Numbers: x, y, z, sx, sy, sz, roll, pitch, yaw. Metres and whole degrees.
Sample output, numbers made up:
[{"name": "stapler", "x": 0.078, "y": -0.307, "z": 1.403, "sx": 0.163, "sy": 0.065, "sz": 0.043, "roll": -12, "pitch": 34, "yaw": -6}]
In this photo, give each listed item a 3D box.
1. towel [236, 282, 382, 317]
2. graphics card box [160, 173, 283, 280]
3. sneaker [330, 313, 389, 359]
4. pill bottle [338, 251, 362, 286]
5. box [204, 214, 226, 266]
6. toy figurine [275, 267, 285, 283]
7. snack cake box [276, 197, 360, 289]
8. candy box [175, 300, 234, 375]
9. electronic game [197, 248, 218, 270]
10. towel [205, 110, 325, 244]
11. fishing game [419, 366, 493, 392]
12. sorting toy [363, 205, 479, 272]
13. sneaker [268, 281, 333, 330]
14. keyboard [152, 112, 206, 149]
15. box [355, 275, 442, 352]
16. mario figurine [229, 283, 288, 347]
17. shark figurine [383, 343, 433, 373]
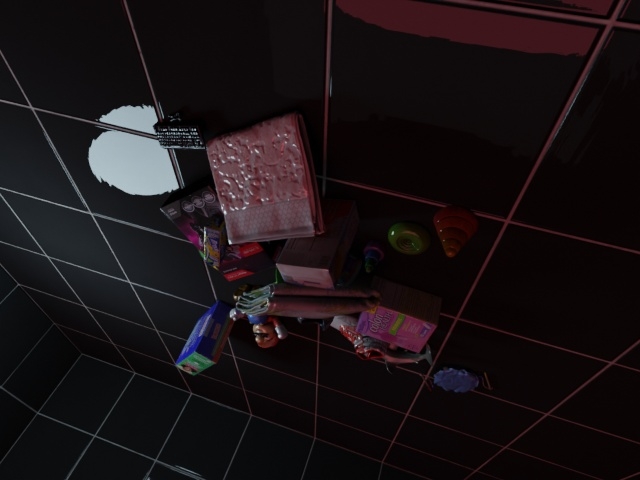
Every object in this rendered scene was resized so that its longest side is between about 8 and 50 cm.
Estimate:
[{"name": "towel", "x": -0.045, "y": 0.198, "z": 1.360, "sx": 0.375, "sy": 0.090, "sz": 0.321, "roll": 5, "pitch": 167, "yaw": -26}, {"name": "graphics card box", "x": -0.320, "y": -0.034, "z": 1.442, "sx": 0.233, "sy": 0.094, "sz": 0.370, "roll": -17, "pitch": 124, "yaw": 29}, {"name": "sneaker", "x": 0.137, "y": 0.372, "z": 1.671, "sx": 0.270, "sy": 0.144, "sz": 0.090, "roll": 9, "pitch": 140, "yaw": 18}, {"name": "pill bottle", "x": 0.028, "y": 0.061, "z": 1.393, "sx": 0.194, "sy": 0.108, "sz": 0.108, "roll": 29, "pitch": 142, "yaw": -7}, {"name": "box", "x": -0.335, "y": 0.004, "z": 1.374, "sx": 0.054, "sy": 0.059, "sz": 0.168, "roll": 17, "pitch": 134, "yaw": 1}, {"name": "toy figurine", "x": -0.046, "y": 0.130, "z": 1.527, "sx": 0.159, "sy": 0.130, "sz": 0.173, "roll": -12, "pitch": 152, "yaw": 25}, {"name": "snack cake box", "x": 0.000, "y": 0.000, "z": 1.208, "sx": 0.152, "sy": 0.264, "sz": 0.089, "roll": 5, "pitch": 140, "yaw": 22}, {"name": "candy box", "x": -0.536, "y": 0.465, "z": 2.027, "sx": 0.122, "sy": 0.268, "sz": 0.317, "roll": 32, "pitch": 142, "yaw": -15}, {"name": "electronic game", "x": -0.363, "y": 0.060, "z": 1.642, "sx": 0.230, "sy": 0.048, "sz": 0.229, "roll": 15, "pitch": 141, "yaw": 12}, {"name": "towel", "x": -0.159, "y": -0.153, "z": 1.163, "sx": 0.332, "sy": 0.053, "sz": 0.316, "roll": -6, "pitch": 99, "yaw": 33}, {"name": "fishing game", "x": 0.557, "y": 0.570, "z": 1.775, "sx": 0.264, "sy": 0.041, "sz": 0.189, "roll": -13, "pitch": 130, "yaw": 27}, {"name": "sorting toy", "x": 0.263, "y": 0.025, "z": 1.217, "sx": 0.366, "sy": 0.126, "sz": 0.127, "roll": -20, "pitch": 125, "yaw": 41}, {"name": "sneaker", "x": -0.079, "y": 0.249, "z": 1.657, "sx": 0.300, "sy": 0.121, "sz": 0.111, "roll": 18, "pitch": 141, "yaw": 8}, {"name": "keyboard", "x": -0.407, "y": -0.310, "z": 1.227, "sx": 0.180, "sy": 0.023, "sz": 0.108, "roll": 8, "pitch": 122, "yaw": 28}, {"name": "box", "x": 0.267, "y": 0.260, "z": 1.497, "sx": 0.243, "sy": 0.117, "sz": 0.213, "roll": 19, "pitch": 142, "yaw": 7}, {"name": "mario figurine", "x": -0.261, "y": 0.347, "z": 1.821, "sx": 0.198, "sy": 0.170, "sz": 0.320, "roll": 34, "pitch": 150, "yaw": 49}, {"name": "shark figurine", "x": 0.323, "y": 0.482, "z": 1.735, "sx": 0.279, "sy": 0.116, "sz": 0.166, "roll": 5, "pitch": 140, "yaw": 25}]
